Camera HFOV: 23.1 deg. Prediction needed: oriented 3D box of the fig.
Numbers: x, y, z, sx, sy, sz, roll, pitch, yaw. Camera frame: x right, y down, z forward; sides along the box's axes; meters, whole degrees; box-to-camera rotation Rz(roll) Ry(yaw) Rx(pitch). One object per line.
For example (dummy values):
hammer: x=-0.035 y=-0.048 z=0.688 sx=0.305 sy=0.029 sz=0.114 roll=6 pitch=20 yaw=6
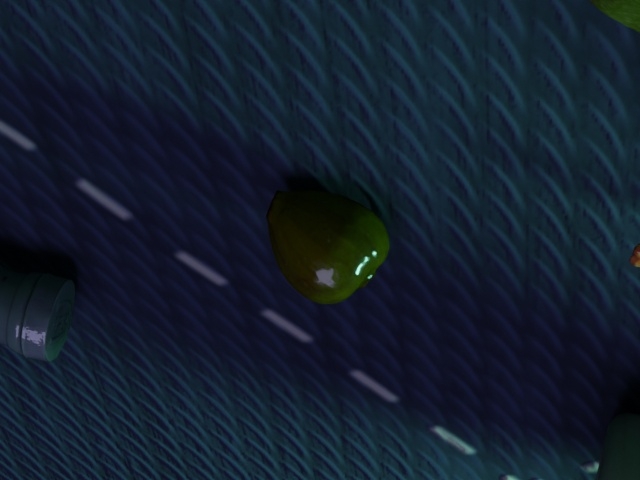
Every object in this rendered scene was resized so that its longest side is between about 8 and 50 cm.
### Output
fig: x=0.000 y=0.000 z=1.057 sx=0.088 sy=0.074 sz=0.074 roll=38 pitch=143 yaw=4

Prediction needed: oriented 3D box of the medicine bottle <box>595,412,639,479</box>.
medicine bottle: x=0.354 y=0.255 z=1.111 sx=0.340 sy=0.208 sz=0.208 roll=11 pitch=143 yaw=10

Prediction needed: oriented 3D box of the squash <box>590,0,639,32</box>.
squash: x=0.196 y=-0.139 z=0.776 sx=0.192 sy=0.085 sz=0.184 roll=22 pitch=143 yaw=-1

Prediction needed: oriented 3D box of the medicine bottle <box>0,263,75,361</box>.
medicine bottle: x=-0.304 y=0.037 z=1.221 sx=0.217 sy=0.090 sz=0.090 roll=14 pitch=143 yaw=7

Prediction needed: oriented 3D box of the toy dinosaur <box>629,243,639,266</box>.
toy dinosaur: x=0.324 y=-0.001 z=0.923 sx=0.280 sy=0.055 sz=0.101 roll=6 pitch=148 yaw=17
